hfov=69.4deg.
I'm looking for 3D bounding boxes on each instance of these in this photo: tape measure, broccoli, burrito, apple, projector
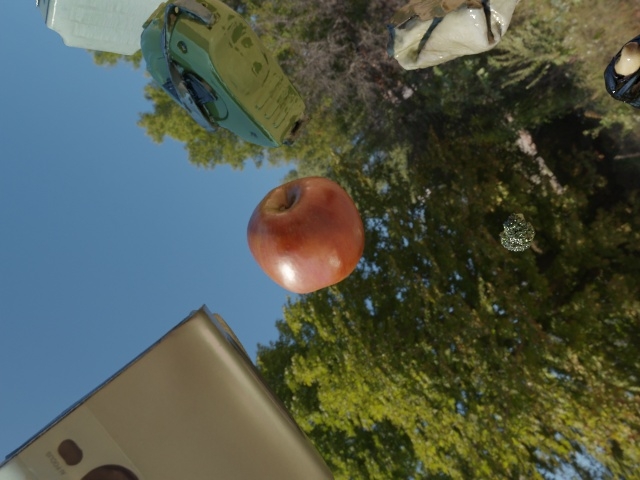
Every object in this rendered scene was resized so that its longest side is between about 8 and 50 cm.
[{"bbox_3d":[-0.132,-0.204,0.564,0.175,0.106,0.200,16,162,39],"label":"tape measure"},{"bbox_3d":[0.453,-0.023,1.069,0.097,0.095,0.092,15,-121,-16],"label":"broccoli"},{"bbox_3d":[0.266,-0.419,0.875,0.135,0.190,0.332,57,173,-23],"label":"burrito"},{"bbox_3d":[-0.027,-0.002,0.993,0.242,0.242,0.241,-95,-21,-54],"label":"apple"},{"bbox_3d":[-0.164,0.249,0.545,0.249,0.248,0.248,53,166,-3],"label":"projector"}]

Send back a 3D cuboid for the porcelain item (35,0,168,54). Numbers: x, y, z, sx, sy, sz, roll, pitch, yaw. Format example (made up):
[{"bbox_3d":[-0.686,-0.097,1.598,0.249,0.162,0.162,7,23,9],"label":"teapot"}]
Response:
[{"bbox_3d":[-0.531,-0.619,1.140,0.286,0.281,0.157,-10,-110,-40],"label":"porcelain item"}]

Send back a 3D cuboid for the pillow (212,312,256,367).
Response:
[{"bbox_3d":[-0.232,0.373,1.187,0.120,0.255,0.322,-15,-134,-35],"label":"pillow"}]

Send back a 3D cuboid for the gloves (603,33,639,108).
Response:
[{"bbox_3d":[0.460,-0.223,0.595,0.164,0.124,0.203,12,-177,10],"label":"gloves"}]
